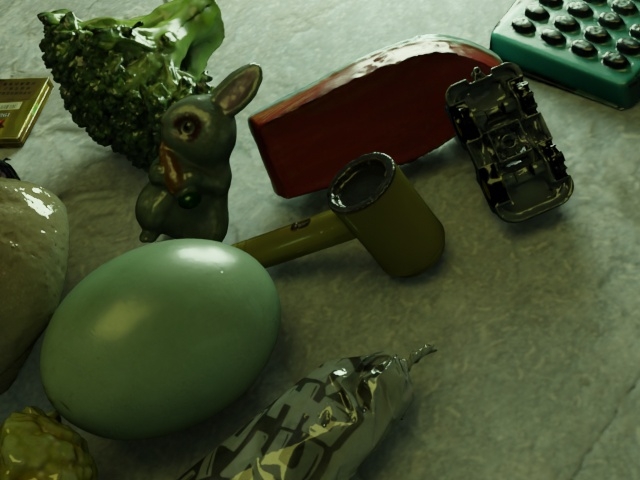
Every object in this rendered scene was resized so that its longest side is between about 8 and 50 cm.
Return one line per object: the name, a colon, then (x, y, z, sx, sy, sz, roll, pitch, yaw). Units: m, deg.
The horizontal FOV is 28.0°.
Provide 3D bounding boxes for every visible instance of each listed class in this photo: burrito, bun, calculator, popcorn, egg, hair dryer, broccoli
burrito: (-0.057, 0.243, 1.309, 0.445, 0.101, 0.139, -41, 43, -15)
bun: (-0.413, 0.048, 1.438, 0.281, 0.205, 0.281, -38, 44, 48)
calculator: (0.375, -0.302, 1.679, 0.274, 0.058, 0.248, -44, 48, -19)
popcorn: (-0.324, 0.262, 1.327, 0.188, 0.185, 0.167, -21, 72, -14)
egg: (-0.171, 0.106, 1.397, 0.283, 0.202, 0.203, -29, 44, -29)
hair dryer: (0.000, 0.000, 1.515, 0.279, 0.135, 0.090, -18, 43, 28)
broccoli: (-0.235, -0.231, 1.730, 0.246, 0.248, 0.288, -36, 91, -22)

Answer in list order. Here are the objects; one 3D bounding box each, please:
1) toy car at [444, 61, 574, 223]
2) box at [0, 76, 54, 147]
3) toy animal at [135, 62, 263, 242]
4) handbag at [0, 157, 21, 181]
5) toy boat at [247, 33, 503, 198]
toy car: (0.220, -0.112, 1.525, 0.097, 0.100, 0.191, -23, 79, -1)
box: (-0.461, -0.191, 1.910, 0.090, 0.023, 0.133, -2, 49, 21)
toy animal: (-0.150, -0.111, 1.573, 0.127, 0.125, 0.251, 32, 108, 42)
handbag: (-0.463, 0.003, 1.658, 0.208, 0.127, 0.228, -36, 61, 1)
toy boat: (0.078, -0.167, 1.619, 0.332, 0.145, 0.133, -21, 18, 0)
